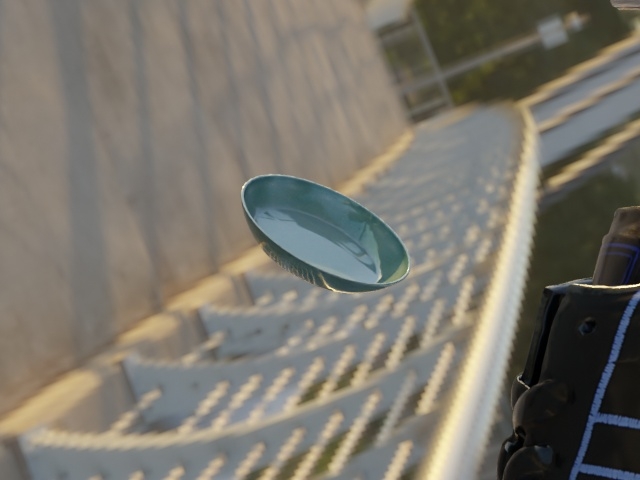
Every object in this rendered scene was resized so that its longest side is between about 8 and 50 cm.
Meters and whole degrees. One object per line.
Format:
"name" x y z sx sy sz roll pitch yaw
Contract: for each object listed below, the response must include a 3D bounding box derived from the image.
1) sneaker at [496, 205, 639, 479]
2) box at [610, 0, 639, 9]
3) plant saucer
"sneaker" 0.060 0.056 0.346 0.090 0.232 0.081 44 -5 1
"box" 0.238 -0.306 0.972 0.058 0.232 0.322 -158 -128 -66
"plant saucer" 0.000 0.000 1.151 0.119 0.021 0.119 22 25 -11
